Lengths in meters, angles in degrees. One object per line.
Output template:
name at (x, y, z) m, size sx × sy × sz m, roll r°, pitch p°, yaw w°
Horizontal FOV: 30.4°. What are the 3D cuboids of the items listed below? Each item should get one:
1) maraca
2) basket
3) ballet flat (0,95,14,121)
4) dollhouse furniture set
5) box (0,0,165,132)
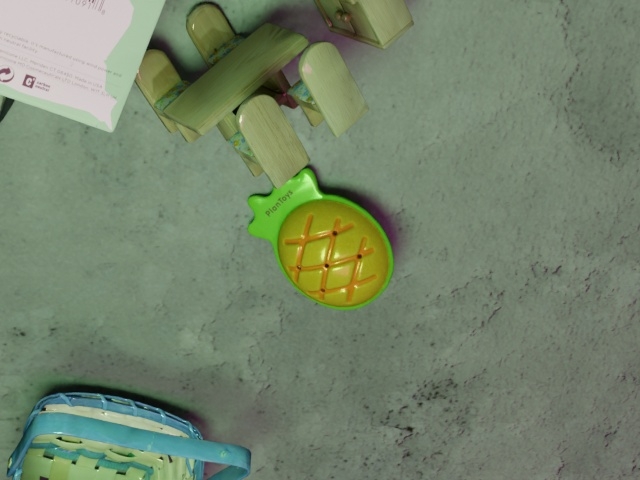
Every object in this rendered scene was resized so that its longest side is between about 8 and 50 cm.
maraca at (0.000, 0.000, 1.340) m, size 0.186 × 0.099 × 0.127 m, roll 43°, pitch 107°, yaw -5°
basket at (-0.250, 0.277, 1.392) m, size 0.255 × 0.201 × 0.289 m, roll 18°, pitch 150°, yaw -24°
ballet flat at (-0.350, -0.127, 1.187) m, size 0.074 × 0.074 × 0.203 m, roll 18°, pitch 119°, yaw -23°
dollhouse furniture set at (-0.053, -0.204, 1.118) m, size 0.242 × 0.212 × 0.161 m, roll -43°, pitch 129°, yaw -14°
box at (-0.252, -0.221, 1.089) m, size 0.181 × 0.119 × 0.181 m, roll 18°, pitch 105°, yaw -24°
